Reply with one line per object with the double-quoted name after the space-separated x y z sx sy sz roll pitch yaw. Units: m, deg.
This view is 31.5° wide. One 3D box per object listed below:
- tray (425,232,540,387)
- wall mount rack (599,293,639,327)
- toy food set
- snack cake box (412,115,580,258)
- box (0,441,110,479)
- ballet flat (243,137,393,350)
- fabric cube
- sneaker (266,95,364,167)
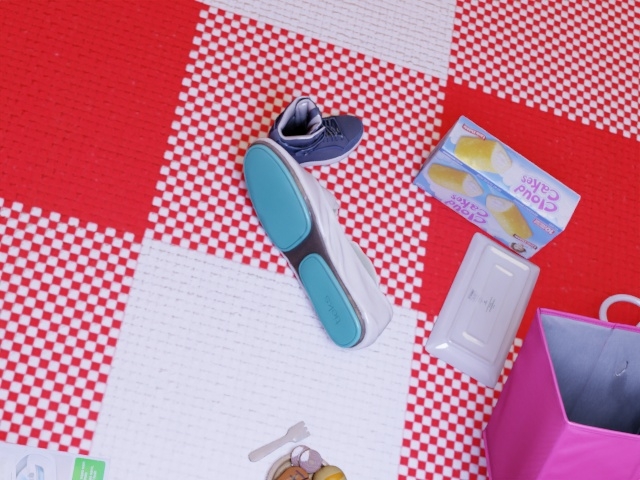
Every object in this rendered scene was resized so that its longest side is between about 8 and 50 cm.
0.300 0.118 2.042 0.145 0.030 0.270 29 61 -3 "tray"
0.599 0.270 1.999 0.350 0.130 0.304 39 56 20 "wall mount rack"
-0.022 0.392 1.804 0.132 0.038 0.192 -26 77 -27 "toy food set"
0.319 -0.093 2.074 0.264 0.152 0.089 34 61 -1 "snack cake box"
-0.425 0.371 1.550 0.231 0.262 0.126 12 63 -12 "box"
0.000 0.000 1.953 0.139 0.139 0.400 -24 80 -26 "ballet flat"
0.405 0.292 1.643 0.259 0.258 0.254 12 32 -8 "fabric cube"
0.003 -0.199 2.010 0.226 0.163 0.086 -22 74 -27 "sneaker"
